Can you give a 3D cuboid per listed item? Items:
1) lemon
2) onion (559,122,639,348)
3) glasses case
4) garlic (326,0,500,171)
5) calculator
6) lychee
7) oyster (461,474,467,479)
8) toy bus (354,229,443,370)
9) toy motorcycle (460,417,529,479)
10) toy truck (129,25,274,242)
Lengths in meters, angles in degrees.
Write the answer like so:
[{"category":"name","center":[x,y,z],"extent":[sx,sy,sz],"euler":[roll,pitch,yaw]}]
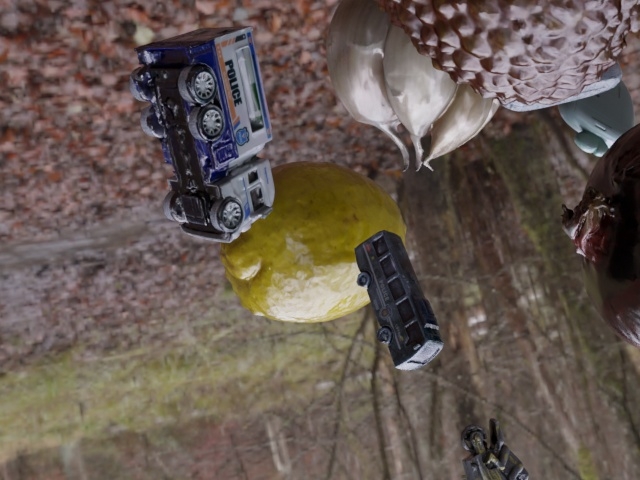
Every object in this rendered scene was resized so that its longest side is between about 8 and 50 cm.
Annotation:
[{"category":"lemon","center":[-0.006,0.000,1.329],"extent":[0.316,0.285,0.285],"euler":[-28,171,-12]},{"category":"onion","center":[0.424,-0.004,1.027],"extent":[0.232,0.314,0.314],"euler":[-2,168,-3]},{"category":"glasses case","center":[0.438,-0.308,1.511],"extent":[0.282,0.109,0.067],"euler":[-17,150,-20]},{"category":"garlic","center":[0.139,-0.246,1.101],"extent":[0.210,0.292,0.237],"euler":[24,180,44]},{"category":"calculator","center":[0.599,-0.289,1.752],"extent":[0.185,0.299,0.041],"euler":[29,138,-6]},{"category":"lychee","center":[0.165,-0.242,0.689],"extent":[0.271,0.236,0.236],"euler":[26,160,-7]},{"category":"oyster","center":[0.304,0.606,1.657],"extent":[0.351,0.115,0.238],"euler":[-26,-157,24]},{"category":"toy bus","center":[0.091,0.069,0.963],"extent":[0.065,0.166,0.047],"euler":[-37,147,29]},{"category":"toy motorcycle","center":[0.336,0.437,1.539],"extent":[0.124,0.193,0.061],"euler":[-7,167,-19]},{"category":"toy truck","center":[-0.141,-0.145,1.099],"extent":[0.124,0.268,0.155],"euler":[11,-148,38]}]
